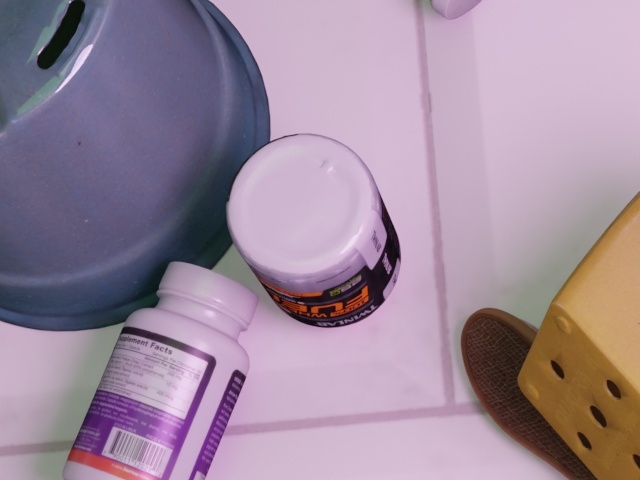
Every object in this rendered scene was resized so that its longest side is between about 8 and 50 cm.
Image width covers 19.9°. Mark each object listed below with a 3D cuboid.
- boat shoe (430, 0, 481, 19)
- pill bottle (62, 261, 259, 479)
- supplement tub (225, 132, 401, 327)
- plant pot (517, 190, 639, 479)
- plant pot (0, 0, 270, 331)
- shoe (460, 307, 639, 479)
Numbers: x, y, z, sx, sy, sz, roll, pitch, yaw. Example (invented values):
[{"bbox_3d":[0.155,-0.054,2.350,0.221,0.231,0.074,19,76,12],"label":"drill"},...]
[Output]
[{"bbox_3d":[0.145,-0.283,1.554,0.070,0.078,0.219,30,72,16],"label":"boat shoe"},{"bbox_3d":[-0.121,0.120,1.451,0.108,0.108,0.193,19,76,15],"label":"pill bottle"},{"bbox_3d":[0.000,0.000,1.424,0.117,0.190,0.117,-3,72,10],"label":"supplement tub"},{"bbox_3d":[0.267,0.079,1.315,0.187,0.212,0.212,-33,69,-22],"label":"plant pot"},{"bbox_3d":[-0.237,-0.132,1.433,0.341,0.334,0.341,-3,73,9],"label":"plant pot"},{"bbox_3d":[0.193,0.138,1.424,0.219,0.058,0.076,48,117,23],"label":"shoe"}]
